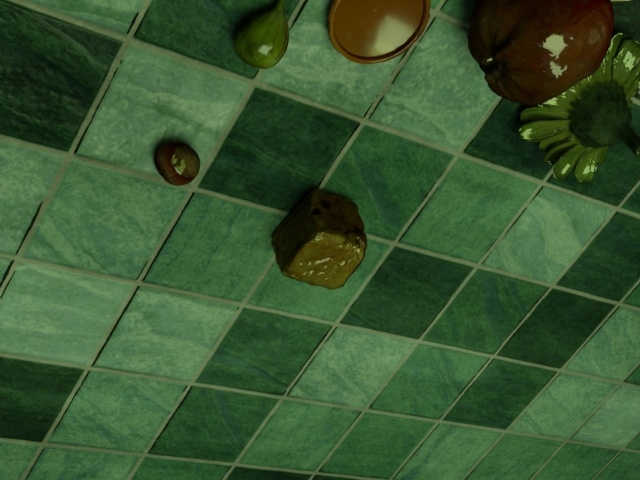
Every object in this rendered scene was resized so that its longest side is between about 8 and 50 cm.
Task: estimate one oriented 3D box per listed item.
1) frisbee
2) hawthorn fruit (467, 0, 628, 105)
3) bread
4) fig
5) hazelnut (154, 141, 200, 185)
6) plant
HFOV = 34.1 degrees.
[{"bbox_3d":[0.101,-0.399,1.839,0.192,0.035,0.192,-12,134,-13],"label":"frisbee"},{"bbox_3d":[0.391,-0.373,1.856,0.258,0.258,0.262,46,67,-44],"label":"hawthorn fruit"},{"bbox_3d":[0.000,0.000,2.084,0.143,0.149,0.158,19,120,-32],"label":"bread"},{"bbox_3d":[-0.076,-0.362,1.759,0.093,0.093,0.166,27,115,-39],"label":"fig"},{"bbox_3d":[-0.261,-0.140,1.895,0.086,0.086,0.086,-12,134,-13],"label":"hazelnut"},{"bbox_3d":[0.575,-0.266,2.071,0.261,0.297,0.306,-44,124,-26],"label":"plant"}]
